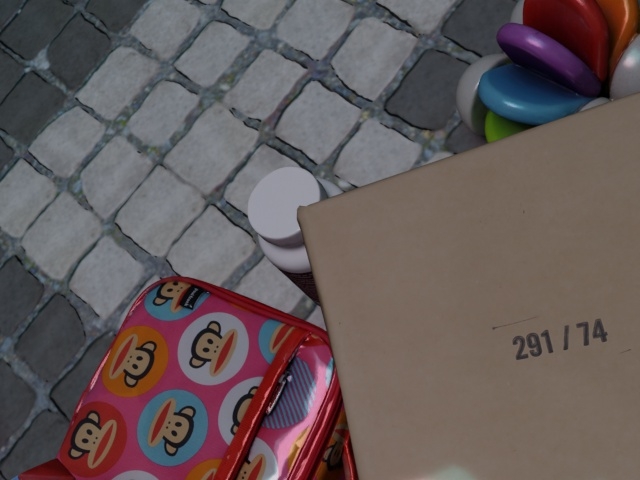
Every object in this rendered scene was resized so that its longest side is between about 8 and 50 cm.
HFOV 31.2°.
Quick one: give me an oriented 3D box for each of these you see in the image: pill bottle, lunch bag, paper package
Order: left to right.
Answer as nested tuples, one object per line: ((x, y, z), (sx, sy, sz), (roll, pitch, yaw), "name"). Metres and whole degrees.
((-0.085, 0.196, 0.947), (0.258, 0.120, 0.293), (19, 77, 28), "lunch bag")
((0.000, 0.000, 0.974), (0.086, 0.152, 0.086), (-11, 62, 21), "pill bottle")
((0.174, 0.080, 0.810), (0.325, 0.168, 0.309), (-18, 56, 8), "paper package")

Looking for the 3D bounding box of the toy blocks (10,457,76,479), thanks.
((-0.182, 0.317, 0.813), (0.261, 0.191, 0.381), (-37, 82, 21), "toy blocks")

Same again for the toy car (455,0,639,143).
((0.200, -0.148, 0.961), (0.159, 0.136, 0.182), (35, 84, 34), "toy car")
